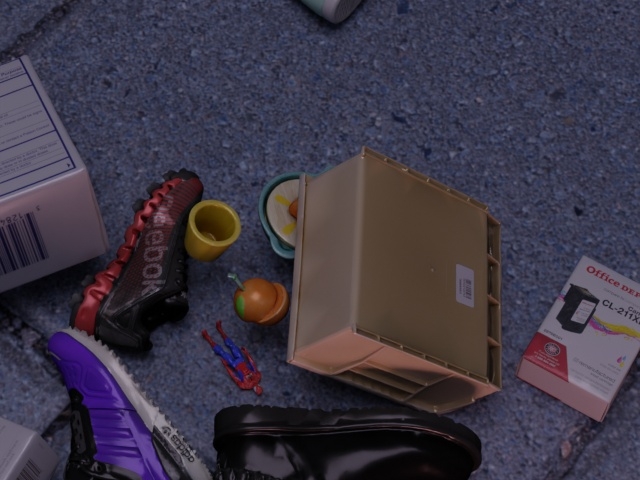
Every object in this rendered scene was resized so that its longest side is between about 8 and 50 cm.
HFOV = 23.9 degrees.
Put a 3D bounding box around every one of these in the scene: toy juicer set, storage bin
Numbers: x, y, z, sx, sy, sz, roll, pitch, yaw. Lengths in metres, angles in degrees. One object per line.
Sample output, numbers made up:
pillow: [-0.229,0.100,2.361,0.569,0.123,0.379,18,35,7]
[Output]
toy juicer set: [0.000,0.000,1.985,0.329,0.089,0.209,-22,70,-32]
storage bin: [0.103,0.055,1.916,0.260,0.123,0.262,24,55,-33]

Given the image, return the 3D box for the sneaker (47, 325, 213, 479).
sneaker: [-0.272,0.240,1.877,0.146,0.102,0.293,-38,71,-16]

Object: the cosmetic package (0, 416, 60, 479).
cosmetic package: [-0.449,0.261,1.851,0.231,0.085,0.117,18,62,27]

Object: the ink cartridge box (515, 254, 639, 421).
ink cartridge box: [0.352,0.125,1.968,0.127,0.072,0.175,28,65,14]

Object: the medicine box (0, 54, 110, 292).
medicine box: [-0.451,-0.074,1.976,0.263,0.149,0.289,-22,44,-12]

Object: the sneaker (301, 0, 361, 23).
sneaker: [0.042,-0.450,2.262,0.151,0.094,0.256,35,66,20]

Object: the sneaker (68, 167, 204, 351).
sneaker: [-0.212,0.032,1.997,0.135,0.098,0.276,25,66,12]

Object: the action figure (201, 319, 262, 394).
action figure: [-0.111,0.156,1.972,0.038,0.030,0.115,-31,68,-22]

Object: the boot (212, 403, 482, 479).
boot: [0.024,0.341,1.803,0.347,0.131,0.260,2,58,-3]
